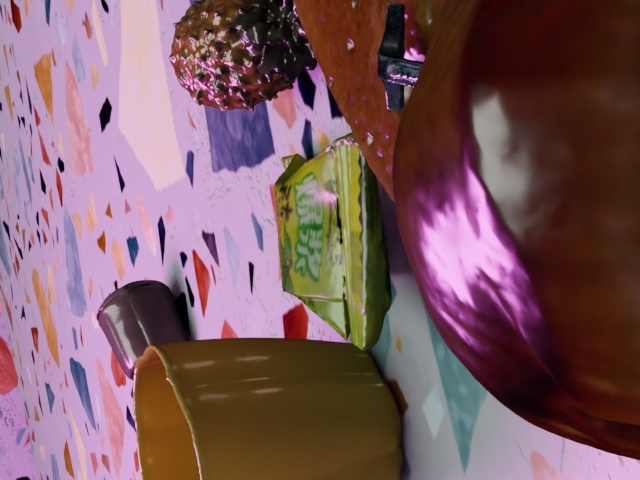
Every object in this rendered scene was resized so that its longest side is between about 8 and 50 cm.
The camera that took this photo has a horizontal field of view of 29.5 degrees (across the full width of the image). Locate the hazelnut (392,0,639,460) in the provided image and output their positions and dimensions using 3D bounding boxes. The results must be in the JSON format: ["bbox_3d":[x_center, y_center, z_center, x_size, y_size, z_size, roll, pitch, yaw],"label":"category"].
[{"bbox_3d":[0.138,-0.020,0.466,0.229,0.229,0.229,171,90,-67],"label":"hazelnut"}]

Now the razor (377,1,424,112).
[{"bbox_3d":[0.077,-0.081,0.646,0.190,0.033,0.066,31,126,56],"label":"razor"}]

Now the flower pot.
[{"bbox_3d":[-0.040,0.165,0.966,0.195,0.179,0.195,172,90,-68],"label":"flower pot"}]

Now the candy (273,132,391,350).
[{"bbox_3d":[0.000,0.000,0.932,0.246,0.069,0.149,-170,73,-83],"label":"candy"}]

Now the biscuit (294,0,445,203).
[{"bbox_3d":[0.078,-0.181,0.714,0.367,0.063,0.314,66,149,27],"label":"biscuit"}]

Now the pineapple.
[{"bbox_3d":[-0.042,-0.158,0.961,0.197,0.108,0.108,-1,98,58],"label":"pineapple"}]

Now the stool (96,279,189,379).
[{"bbox_3d":[-0.209,0.109,1.451,0.110,0.096,0.096,63,152,23],"label":"stool"}]
